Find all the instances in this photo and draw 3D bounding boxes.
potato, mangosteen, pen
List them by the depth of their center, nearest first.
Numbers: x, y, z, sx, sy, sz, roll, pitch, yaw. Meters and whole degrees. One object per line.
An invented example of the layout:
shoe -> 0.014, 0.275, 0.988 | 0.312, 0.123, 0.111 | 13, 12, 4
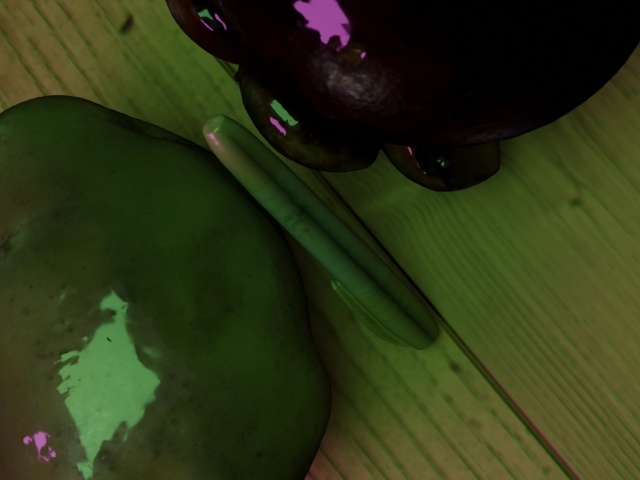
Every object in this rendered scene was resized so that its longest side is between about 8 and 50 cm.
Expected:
mangosteen -> 0.048, -0.180, 1.058 | 0.307, 0.307, 0.347 | 46, 132, 13
pen -> 0.000, 0.000, 1.116 | 0.040, 0.032, 0.233 | -38, 121, 14
potato -> -0.124, 0.065, 1.132 | 0.243, 0.221, 0.326 | -31, 70, 4
